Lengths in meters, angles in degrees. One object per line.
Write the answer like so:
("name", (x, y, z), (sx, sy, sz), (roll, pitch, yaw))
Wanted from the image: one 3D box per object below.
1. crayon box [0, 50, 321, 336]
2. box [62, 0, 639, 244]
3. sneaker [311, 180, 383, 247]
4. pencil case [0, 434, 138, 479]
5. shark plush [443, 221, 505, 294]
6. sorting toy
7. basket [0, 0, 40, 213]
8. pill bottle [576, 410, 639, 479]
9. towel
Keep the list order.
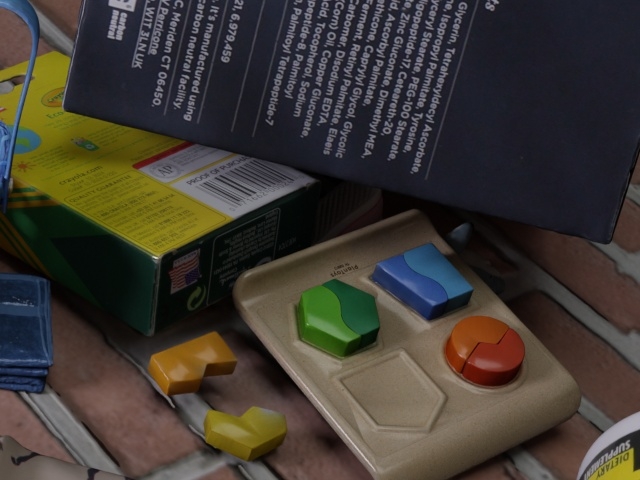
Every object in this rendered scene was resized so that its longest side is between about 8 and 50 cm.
("crayon box", (-0.186, -0.051, 1.434), (0.319, 0.081, 0.202), (29, 36, 29))
("box", (0.049, -0.250, 1.550), (0.472, 0.297, 0.480), (13, 18, -3))
("sneaker", (0.000, 0.000, 1.498), (0.134, 0.070, 0.051), (-32, 56, -12))
("pencil case", (-0.041, 0.253, 1.015), (0.410, 0.159, 0.183), (18, 27, 2))
("shark plush", (0.093, 0.038, 1.474), (0.161, 0.073, 0.067), (-18, 77, -46))
("sorting toy", (0.035, 0.094, 1.335), (0.307, 0.041, 0.229), (-20, 59, -33))
("basket", (-0.346, -0.063, 1.220), (0.255, 0.289, 0.201), (9, 35, -9))
("pill bottle", (0.247, 0.275, 1.070), (0.188, 0.188, 0.334), (16, 40, -1))
("towel", (-0.242, 0.067, 1.311), (0.067, 0.029, 0.119), (6, 36, -14))
